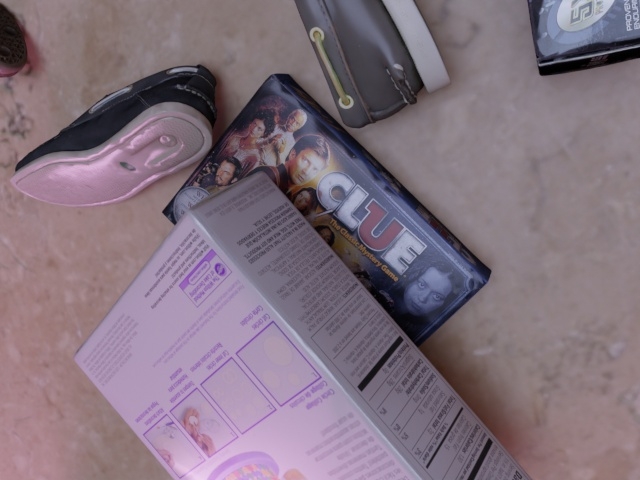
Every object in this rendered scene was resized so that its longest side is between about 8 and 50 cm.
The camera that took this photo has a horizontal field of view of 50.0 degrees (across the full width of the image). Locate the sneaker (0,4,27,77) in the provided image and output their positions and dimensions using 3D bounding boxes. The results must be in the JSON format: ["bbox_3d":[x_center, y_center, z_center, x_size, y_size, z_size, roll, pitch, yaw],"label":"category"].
[{"bbox_3d":[-0.358,-0.211,0.669,0.188,0.066,0.071,46,127,11],"label":"sneaker"}]

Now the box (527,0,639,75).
[{"bbox_3d":[0.167,-0.204,0.440,0.077,0.147,0.180,-7,99,19],"label":"box"}]

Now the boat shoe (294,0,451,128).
[{"bbox_3d":[-0.010,-0.232,0.515,0.091,0.109,0.305,-28,94,16],"label":"boat shoe"}]

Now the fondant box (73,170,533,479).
[{"bbox_3d":[-0.027,0.146,0.563,0.330,0.096,0.238,50,129,3],"label":"fondant box"}]

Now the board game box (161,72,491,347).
[{"bbox_3d":[0.000,0.000,0.591,0.243,0.042,0.165,44,110,6],"label":"board game box"}]

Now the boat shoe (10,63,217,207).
[{"bbox_3d":[-0.190,-0.090,0.632,0.233,0.084,0.079,-18,55,28],"label":"boat shoe"}]
